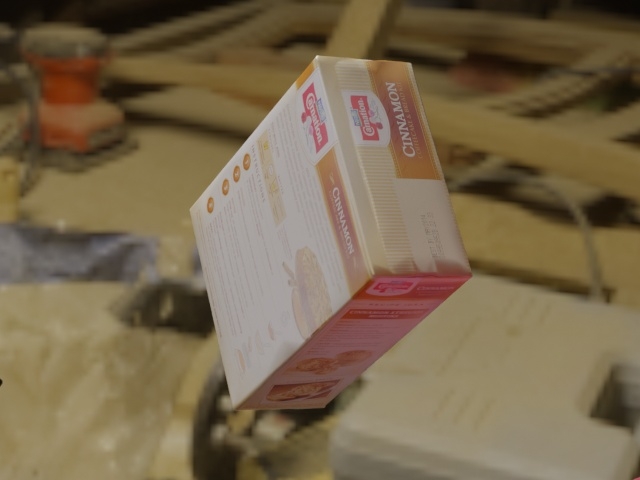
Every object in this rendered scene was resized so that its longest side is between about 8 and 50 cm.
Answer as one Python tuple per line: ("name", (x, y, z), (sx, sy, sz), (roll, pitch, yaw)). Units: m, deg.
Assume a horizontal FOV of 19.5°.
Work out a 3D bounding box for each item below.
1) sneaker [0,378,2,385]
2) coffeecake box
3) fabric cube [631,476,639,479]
("sneaker", (-0.301, 0.087, 1.347), (0.152, 0.084, 0.058), (26, -14, 18))
("coffeecake box", (0.000, 0.000, 1.102), (0.068, 0.185, 0.142), (1, 62, -30))
("fabric cube", (0.200, 0.233, 0.882), (0.258, 0.259, 0.254), (-30, -12, 41))
